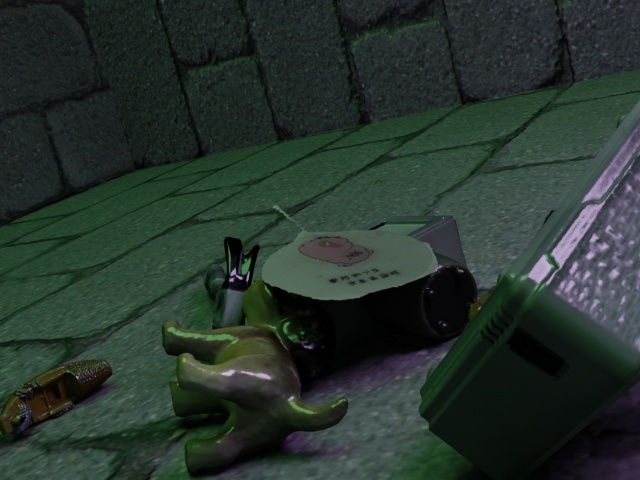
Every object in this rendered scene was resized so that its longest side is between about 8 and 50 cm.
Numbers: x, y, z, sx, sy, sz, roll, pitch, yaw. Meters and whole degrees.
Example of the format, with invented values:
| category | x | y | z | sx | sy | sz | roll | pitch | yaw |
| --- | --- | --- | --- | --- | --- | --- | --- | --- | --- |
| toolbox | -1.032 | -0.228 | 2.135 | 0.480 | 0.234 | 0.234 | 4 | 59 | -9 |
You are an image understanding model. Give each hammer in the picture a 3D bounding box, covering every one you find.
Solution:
| category | x | y | z | sx | sy | sz | roll | pitch | yaw |
| --- | --- | --- | --- | --- | --- | --- | --- | --- | --- |
| hammer | -0.129 | 0.073 | 1.112 | 0.044 | 0.152 | 0.427 | 11 | -2 | -11 |

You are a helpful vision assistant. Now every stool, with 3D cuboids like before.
| category | x | y | z | sx | sy | sz | roll | pitch | yaw |
| --- | --- | --- | --- | --- | --- | --- | --- | --- | --- |
| stool | 0.105 | 0.055 | 0.918 | 0.096 | 0.096 | 0.110 | -22 | 19 | -28 |

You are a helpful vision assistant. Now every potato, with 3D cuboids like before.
| category | x | y | z | sx | sy | sz | roll | pitch | yaw |
| --- | --- | --- | --- | --- | --- | --- | --- | --- | --- |
| potato | 0.180 | 0.070 | 0.876 | 0.046 | 0.045 | 0.092 | -24 | 1 | 35 |

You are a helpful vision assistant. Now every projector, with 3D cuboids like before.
| category | x | y | z | sx | sy | sz | roll | pitch | yaw |
| --- | --- | --- | --- | --- | --- | --- | --- | --- | --- |
| projector | 0.185 | 0.029 | 0.623 | 0.256 | 0.099 | 0.192 | -45 | -15 | -36 |

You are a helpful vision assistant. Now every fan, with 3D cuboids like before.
| category | x | y | z | sx | sy | sz | roll | pitch | yaw |
| --- | --- | --- | --- | --- | --- | --- | --- | --- | --- |
| fan | 0.000 | -0.001 | 0.945 | 0.182 | 0.010 | 0.310 | -13 | 22 | -21 |

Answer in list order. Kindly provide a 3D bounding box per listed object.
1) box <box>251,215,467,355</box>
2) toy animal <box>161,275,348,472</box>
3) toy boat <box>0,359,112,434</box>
| category | x | y | z | sx | sy | sz | roll | pitch | yaw |
| --- | --- | --- | --- | --- | --- | --- | --- | --- | --- |
| box | 0.048 | 0.046 | 1.030 | 0.225 | 0.086 | 0.129 | -25 | 17 | -35 |
| toy animal | -0.065 | 0.117 | 0.818 | 0.169 | 0.121 | 0.233 | -4 | 16 | -2 |
| toy boat | -0.300 | 0.171 | 0.980 | 0.049 | 0.047 | 0.149 | -3 | 17 | 40 |
